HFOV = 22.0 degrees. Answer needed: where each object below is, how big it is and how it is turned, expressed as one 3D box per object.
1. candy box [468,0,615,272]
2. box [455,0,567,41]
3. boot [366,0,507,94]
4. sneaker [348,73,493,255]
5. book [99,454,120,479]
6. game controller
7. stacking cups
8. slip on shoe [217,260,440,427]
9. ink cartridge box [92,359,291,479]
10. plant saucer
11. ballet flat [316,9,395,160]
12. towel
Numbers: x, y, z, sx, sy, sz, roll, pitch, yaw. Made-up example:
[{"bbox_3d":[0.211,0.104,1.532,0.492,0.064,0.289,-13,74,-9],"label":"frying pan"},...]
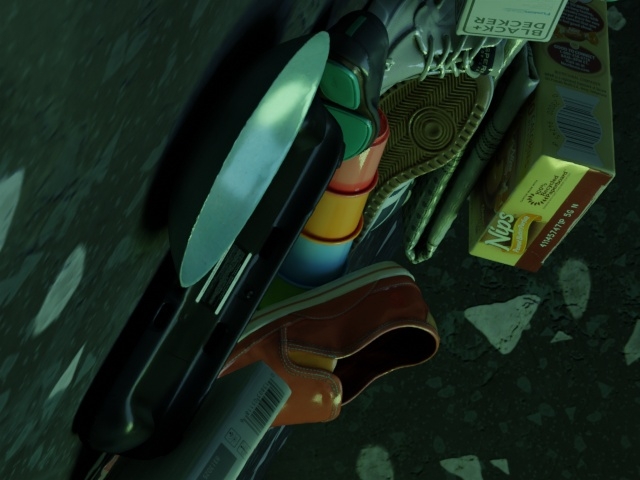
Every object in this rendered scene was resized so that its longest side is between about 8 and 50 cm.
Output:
[{"bbox_3d":[0.230,-0.149,1.748,0.183,0.087,0.316,123,-21,-50],"label":"candy box"},{"bbox_3d":[0.174,-0.301,1.343,0.290,0.087,0.169,103,-11,-70],"label":"box"},{"bbox_3d":[0.108,-0.183,1.481,0.258,0.123,0.095,-56,172,-38],"label":"boot"},{"bbox_3d":[0.082,-0.100,1.662,0.282,0.099,0.153,-47,179,30],"label":"sneaker"},{"bbox_3d":[-0.162,0.259,1.447,0.035,0.096,0.144,-53,170,-49],"label":"book"},{"bbox_3d":[-0.083,0.024,1.257,0.319,0.067,0.166,-60,160,-5],"label":"game controller"},{"bbox_3d":[0.000,0.000,1.571,0.096,0.096,0.316,-55,172,-44],"label":"stacking cups"},{"bbox_3d":[-0.026,0.125,1.531,0.331,0.101,0.123,-25,148,-28],"label":"slip on shoe"},{"bbox_3d":[-0.120,0.180,1.330,0.179,0.045,0.145,-30,-161,45],"label":"ink cartridge box"},{"bbox_3d":[-0.057,-0.062,1.095,0.195,0.037,0.195,-59,174,-10],"label":"plant saucer"},{"bbox_3d":[0.026,-0.128,1.337,0.074,0.074,0.203,-59,172,-17],"label":"ballet flat"},{"bbox_3d":[0.164,-0.185,1.789,0.312,0.056,0.324,-86,-165,-50],"label":"towel"}]
